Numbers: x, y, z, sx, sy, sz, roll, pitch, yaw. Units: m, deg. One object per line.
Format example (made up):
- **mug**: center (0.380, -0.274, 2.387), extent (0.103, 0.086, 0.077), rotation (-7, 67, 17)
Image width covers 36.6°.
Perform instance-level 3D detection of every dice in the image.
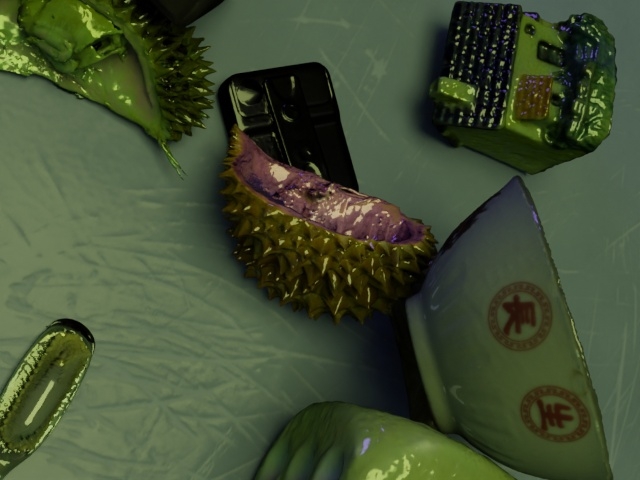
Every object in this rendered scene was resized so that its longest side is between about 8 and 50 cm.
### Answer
- **dice**: center (0.063, 0.330, 1.018), extent (0.250, 0.252, 0.254), rotation (30, 68, -17)

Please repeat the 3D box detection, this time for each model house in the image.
- **model house**: center (0.249, -0.217, 1.257), extent (0.212, 0.170, 0.193), rotation (17, 76, -22)

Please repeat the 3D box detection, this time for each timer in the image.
- **timer**: center (-0.033, -0.117, 1.164), extent (0.144, 0.055, 0.187), rotation (-14, 88, -28)

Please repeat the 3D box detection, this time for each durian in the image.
- **durian**: center (-0.004, 0.013, 1.082), extent (0.261, 0.186, 0.153), rotation (14, 36, 5)
- **durian**: center (-0.264, -0.234, 1.066), extent (0.356, 0.157, 0.169), rotation (28, 105, -18)

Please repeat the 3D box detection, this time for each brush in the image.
- **brush**: center (-0.310, 0.208, 0.967), extent (0.068, 0.060, 0.296), rotation (35, 67, -19)

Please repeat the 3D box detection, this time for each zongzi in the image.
- **zongzi**: center (0.120, 0.126, 1.161), extent (0.194, 0.099, 0.197), rotation (52, 58, -9)

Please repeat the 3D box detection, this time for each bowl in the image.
- **bowl**: center (0.181, 0.112, 1.018), extent (0.158, 0.337, 0.337), rotation (-16, 87, 8)

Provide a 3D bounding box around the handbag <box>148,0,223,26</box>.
- **handbag**: center (-0.200, -0.366, 1.039), extent (0.285, 0.257, 0.113), rotation (41, 106, -10)
